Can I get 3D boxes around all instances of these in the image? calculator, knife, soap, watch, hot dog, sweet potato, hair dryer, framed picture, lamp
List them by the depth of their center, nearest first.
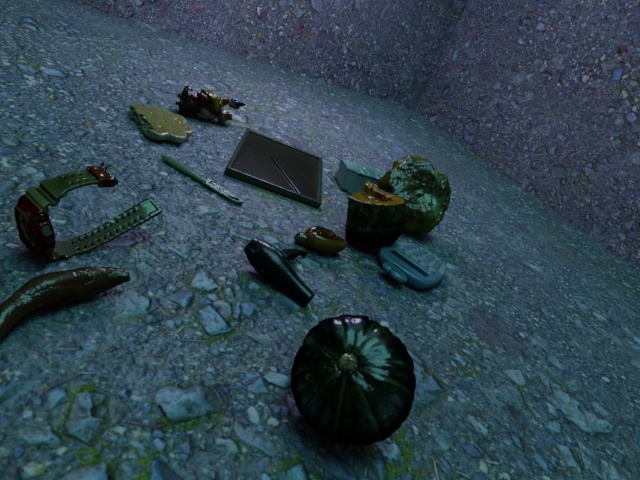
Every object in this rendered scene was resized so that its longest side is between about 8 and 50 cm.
[{"bbox_3d":[-0.441,0.089,0.814,0.078,0.058,0.255,51,36,6],"label":"sweet potato"},{"bbox_3d":[-0.440,-0.064,0.947,0.102,0.165,0.268,37,51,23],"label":"watch"},{"bbox_3d":[-0.066,0.058,1.188,0.195,0.075,0.219,41,22,11],"label":"hair dryer"},{"bbox_3d":[0.001,0.001,1.342,0.140,0.060,0.090,15,23,-32],"label":"hot dog"},{"bbox_3d":[-0.345,-0.180,1.421,0.293,0.020,0.043,31,26,12],"label":"knife"},{"bbox_3d":[0.271,0.071,1.449,0.188,0.042,0.302,38,29,23],"label":"calculator"},{"bbox_3d":[-0.145,-0.268,1.739,0.326,0.028,0.446,20,27,-9],"label":"framed picture"},{"bbox_3d":[0.183,-0.221,1.854,0.230,0.091,0.145,12,29,-21],"label":"soap"},{"bbox_3d":[-0.414,-0.509,1.870,0.253,0.118,0.118,9,30,-35],"label":"lamp"}]

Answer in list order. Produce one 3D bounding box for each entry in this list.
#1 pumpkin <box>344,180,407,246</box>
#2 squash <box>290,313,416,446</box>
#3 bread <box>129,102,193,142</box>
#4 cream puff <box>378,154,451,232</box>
[{"bbox_3d":[0.138,-0.088,1.508,0.190,0.139,0.280,-6,23,-25],"label":"pumpkin"},{"bbox_3d":[0.054,0.230,0.821,0.218,0.218,0.172,40,-5,28],"label":"squash"},{"bbox_3d":[-0.522,-0.387,1.628,0.181,0.039,0.251,-1,36,-41],"label":"bread"},{"bbox_3d":[0.323,-0.152,1.726,0.281,0.185,0.282,3,72,-10],"label":"cream puff"}]
